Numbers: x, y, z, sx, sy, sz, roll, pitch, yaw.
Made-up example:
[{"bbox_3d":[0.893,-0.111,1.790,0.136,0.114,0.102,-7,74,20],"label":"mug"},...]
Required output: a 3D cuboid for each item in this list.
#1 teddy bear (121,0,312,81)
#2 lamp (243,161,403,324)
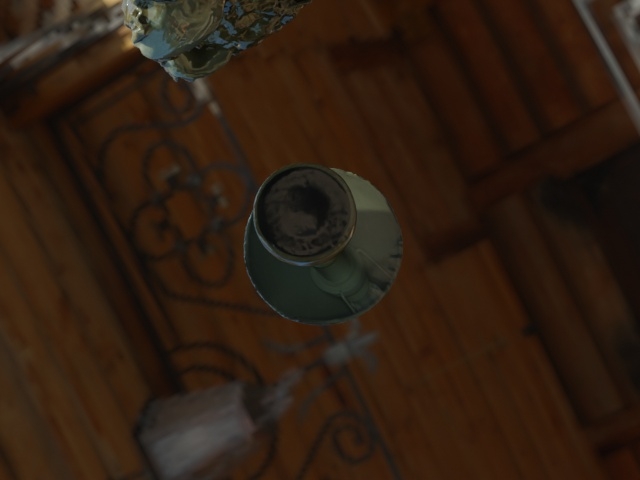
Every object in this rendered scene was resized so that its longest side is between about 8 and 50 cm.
[{"bbox_3d":[-0.057,-0.214,1.266,0.156,0.267,0.256,33,166,20],"label":"teddy bear"},{"bbox_3d":[0.000,0.000,1.409,0.215,0.121,0.121,68,-179,-75],"label":"lamp"}]
